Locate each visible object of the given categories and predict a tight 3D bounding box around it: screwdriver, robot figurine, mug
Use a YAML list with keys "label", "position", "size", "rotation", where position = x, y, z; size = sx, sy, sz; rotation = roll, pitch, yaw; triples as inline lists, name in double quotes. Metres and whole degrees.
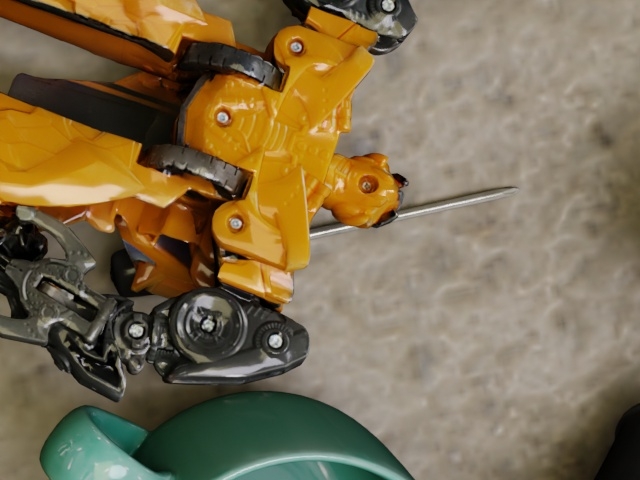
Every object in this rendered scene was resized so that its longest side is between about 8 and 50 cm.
- label: "screwdriver"
  position: [0.000, 0.000, 0.770]
  size: [0.170, 0.024, 0.025]
  rotation: [-8, 65, -8]
- label: "robot figurine"
  position: [-0.108, -0.062, 0.710]
  size: [0.291, 0.085, 0.211]
  rotation: [21, 74, -7]
- label: "mug"
  position: [-0.025, 0.111, 0.722]
  size: [0.129, 0.097, 0.157]
  rotation: [-20, 110, -11]

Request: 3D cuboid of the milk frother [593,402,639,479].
- label: "milk frother"
  position: [0.155, 0.149, 0.719]
  size: [0.129, 0.143, 0.134]
  rotation: [54, 54, -25]
